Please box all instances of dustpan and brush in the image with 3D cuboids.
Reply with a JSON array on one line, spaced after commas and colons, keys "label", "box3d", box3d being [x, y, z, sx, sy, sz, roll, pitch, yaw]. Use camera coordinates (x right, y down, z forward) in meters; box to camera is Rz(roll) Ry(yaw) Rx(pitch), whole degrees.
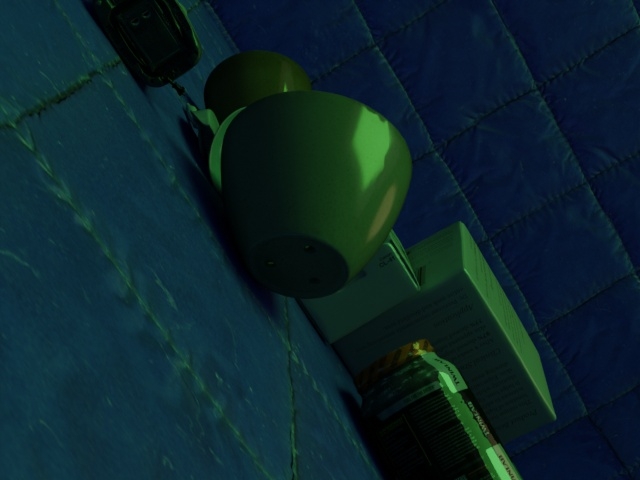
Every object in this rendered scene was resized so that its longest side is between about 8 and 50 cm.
[{"label": "dustpan and brush", "box3d": [-0.222, -0.210, 1.775, 0.211, 0.060, 0.147, -105, 177, -48]}]

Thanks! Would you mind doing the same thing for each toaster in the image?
[{"label": "toaster", "box3d": [-0.284, -0.358, 1.581, 0.227, 0.129, 0.146, 56, 4, -19]}]

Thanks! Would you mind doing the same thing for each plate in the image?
[{"label": "plate", "box3d": [-0.129, -0.154, 1.701, 0.024, 0.188, 0.188, 22, -26, 49]}]

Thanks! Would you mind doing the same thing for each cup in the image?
[{"label": "cup", "box3d": [-0.022, -0.046, 1.538, 0.331, 0.331, 0.237, 54, 33, -40]}]

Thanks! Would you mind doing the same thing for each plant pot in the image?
[{"label": "plant pot", "box3d": [-0.125, -0.224, 1.941, 0.237, 0.237, 0.254, 54, 21, -43]}]

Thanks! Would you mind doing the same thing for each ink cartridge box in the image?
[{"label": "ink cartridge box", "box3d": [0.070, 0.066, 1.951, 0.131, 0.226, 0.306, 56, 7, -14]}]

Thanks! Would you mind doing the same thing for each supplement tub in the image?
[{"label": "supplement tub", "box3d": [0.208, 0.363, 1.687, 0.338, 0.207, 0.207, 61, 6, 18]}]

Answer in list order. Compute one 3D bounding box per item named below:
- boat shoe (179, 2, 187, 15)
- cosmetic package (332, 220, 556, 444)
[{"label": "boat shoe", "box3d": [-0.400, -0.624, 2.427, 0.043, 0.049, 0.137, 11, -23, 33]}, {"label": "cosmetic package", "box3d": [0.266, 0.236, 2.049, 0.393, 0.329, 0.327, 58, 15, -13]}]
